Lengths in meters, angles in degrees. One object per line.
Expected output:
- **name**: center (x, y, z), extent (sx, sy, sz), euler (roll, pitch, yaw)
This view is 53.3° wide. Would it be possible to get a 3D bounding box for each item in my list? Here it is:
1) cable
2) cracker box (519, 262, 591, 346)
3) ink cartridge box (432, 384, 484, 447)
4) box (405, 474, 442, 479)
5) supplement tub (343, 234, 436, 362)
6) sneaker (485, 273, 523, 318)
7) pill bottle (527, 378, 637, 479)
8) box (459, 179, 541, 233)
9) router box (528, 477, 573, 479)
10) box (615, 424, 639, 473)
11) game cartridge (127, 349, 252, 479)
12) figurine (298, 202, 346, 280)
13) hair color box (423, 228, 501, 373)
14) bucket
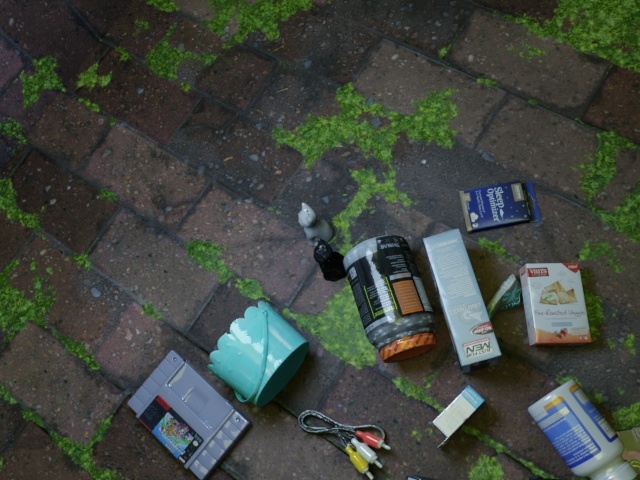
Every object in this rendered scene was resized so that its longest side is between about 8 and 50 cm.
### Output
- **cable**: center (0.071, 0.553, 1.840), extent (0.287, 0.072, 0.139), euler (29, 75, 21)
- **cracker box**: center (0.663, 0.182, 1.809), extent (0.156, 0.067, 0.232), euler (-1, 70, -3)
- **ink cartridge box**: center (0.371, 0.491, 1.771), extent (0.181, 0.104, 0.061), euler (-44, 68, -4)
- **box**: center (0.288, 0.747, 1.669), extent (0.059, 0.183, 0.232), euler (-10, 64, 55)
- **supplement tub**: center (0.207, 0.171, 1.864), extent (0.207, 0.207, 0.337), euler (-19, 68, 7)
- **sneaker**: center (0.542, 0.172, 1.847), extent (0.076, 0.065, 0.166), euler (39, 65, 10)
- **pill bottle**: center (0.685, 0.516, 1.664), extent (0.152, 0.152, 0.272), euler (-33, 68, 1)
- **box**: center (0.554, -0.107, 1.969), extent (0.225, 0.036, 0.136), euler (-10, 70, 9)
- **router box**: center (0.608, 0.708, 1.637), extent (0.133, 0.046, 0.178), euler (-18, 63, 48)
- **box**: center (0.857, 0.545, 1.679), extent (0.162, 0.029, 0.116), euler (-17, 69, 6)
- **game cartridge**: center (-0.411, 0.537, 1.970), extent (0.355, 0.068, 0.230), euler (37, 79, 21)
- **figurine**: center (0.000, 0.000, 1.970), extent (0.092, 0.209, 0.214), euler (-26, 68, 4)
- **hair color box**: center (0.402, 0.176, 1.827), extent (0.114, 0.185, 0.374), euler (-17, 69, 7)
- **bucket**: center (-0.176, 0.339, 1.873), extent (0.183, 0.281, 0.281), euler (36, 83, 17)
